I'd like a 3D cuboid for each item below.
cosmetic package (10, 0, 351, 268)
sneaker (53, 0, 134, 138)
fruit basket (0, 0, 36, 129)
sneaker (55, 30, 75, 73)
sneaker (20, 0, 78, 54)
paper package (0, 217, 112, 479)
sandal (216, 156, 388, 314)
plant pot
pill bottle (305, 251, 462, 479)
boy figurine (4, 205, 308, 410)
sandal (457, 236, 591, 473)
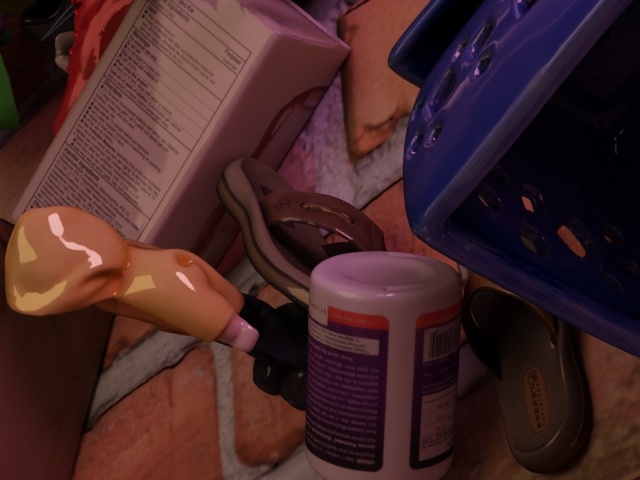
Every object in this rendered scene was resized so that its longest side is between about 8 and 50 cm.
[{"bbox_3d":[-0.126,-0.095,1.627,0.153,0.129,0.296,43,110,25],"label":"cosmetic package"},{"bbox_3d":[-0.206,-0.194,1.697,0.128,0.087,0.221,36,94,26],"label":"sneaker"},{"bbox_3d":[-0.402,-0.268,2.086,0.392,0.392,0.283,-2,107,54],"label":"fruit basket"},{"bbox_3d":[-0.144,-0.208,1.757,0.297,0.129,0.111,-34,45,39],"label":"sneaker"},{"bbox_3d":[-0.221,-0.308,1.941,0.267,0.106,0.101,-60,33,11],"label":"sneaker"},{"bbox_3d":[-0.379,0.139,1.865,0.324,0.168,0.310,-3,71,55],"label":"paper package"},{"bbox_3d":[-0.001,-0.001,1.462,0.086,0.120,0.303,-46,37,9],"label":"sandal"},{"bbox_3d":[0.189,-0.098,1.144,0.236,0.236,0.212,-49,31,26],"label":"plant pot"},{"bbox_3d":[0.043,0.113,1.296,0.108,0.108,0.194,28,120,56],"label":"pill bottle"},{"bbox_3d":[-0.116,0.052,1.436,0.177,0.285,0.092,21,90,53],"label":"boy figurine"},{"bbox_3d":[0.130,0.061,1.284,0.090,0.060,0.219,-39,44,37],"label":"sandal"}]
